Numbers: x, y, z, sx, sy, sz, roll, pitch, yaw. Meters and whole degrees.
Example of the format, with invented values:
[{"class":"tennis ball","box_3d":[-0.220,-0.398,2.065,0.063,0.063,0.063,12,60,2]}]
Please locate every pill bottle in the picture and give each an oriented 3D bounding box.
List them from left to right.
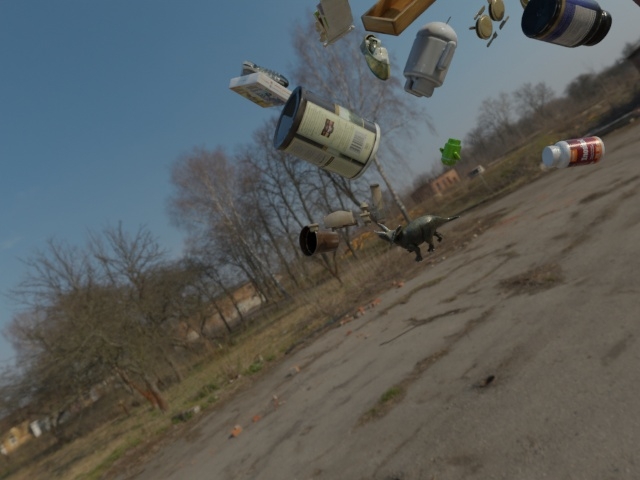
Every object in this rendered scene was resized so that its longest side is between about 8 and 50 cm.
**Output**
[{"class":"pill bottle","box_3d":[0.680,-0.604,1.115,0.219,0.122,0.123,1,-15,-19]},{"class":"pill bottle","box_3d":[0.786,-0.272,1.265,0.152,0.086,0.086,-8,-3,2]}]

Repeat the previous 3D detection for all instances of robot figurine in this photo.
[{"class":"robot figurine","box_3d":[0.522,-0.870,1.926,0.200,0.353,0.300,12,13,-30]},{"class":"robot figurine","box_3d":[0.537,-0.359,1.662,0.067,0.115,0.101,0,23,-29]}]

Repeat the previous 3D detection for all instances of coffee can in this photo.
[{"class":"coffee can","box_3d":[0.017,-0.329,1.269,0.275,0.201,0.201,19,-29,-23]}]

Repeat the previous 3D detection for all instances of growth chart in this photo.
[{"class":"growth chart","box_3d":[0.052,-0.898,1.613,0.172,0.021,0.237,-25,-29,1]}]

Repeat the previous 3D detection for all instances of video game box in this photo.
[{"class":"video game box","box_3d":[-0.234,-0.598,1.623,0.205,0.048,0.187,12,-6,45]}]

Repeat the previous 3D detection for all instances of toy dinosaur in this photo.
[{"class":"toy dinosaur","box_3d":[0.378,-0.025,1.531,0.314,0.160,0.121,-23,33,16]}]

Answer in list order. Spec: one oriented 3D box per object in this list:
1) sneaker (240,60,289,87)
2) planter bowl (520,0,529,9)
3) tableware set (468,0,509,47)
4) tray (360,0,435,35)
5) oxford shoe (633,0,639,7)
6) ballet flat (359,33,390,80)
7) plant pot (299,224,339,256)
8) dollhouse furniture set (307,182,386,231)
[{"class":"sneaker","box_3d":[-0.269,-0.734,1.896,0.086,0.229,0.132,-82,15,-53]},{"class":"planter bowl","box_3d":[0.769,-0.889,1.412,0.090,0.217,0.217,-24,-6,-26]},{"class":"tableware set","box_3d":[0.635,-0.835,1.529,0.194,0.128,0.039,-54,31,-17]},{"class":"tray","box_3d":[0.389,-1.038,1.726,0.411,0.203,0.076,-44,-43,-9]},{"class":"oxford shoe","box_3d":[0.683,-0.594,0.857,0.147,0.396,0.140,-1,-27,-28]},{"class":"ballet flat","box_3d":[0.287,-0.953,2.073,0.123,0.348,0.123,-9,-40,-7]},{"class":"plant pot","box_3d":[0.000,0.000,2.146,0.165,0.166,0.167,-3,-20,-36]},{"class":"dollhouse furniture set","box_3d":[0.132,-0.147,1.980,0.356,0.173,0.303,-11,-6,10]}]
